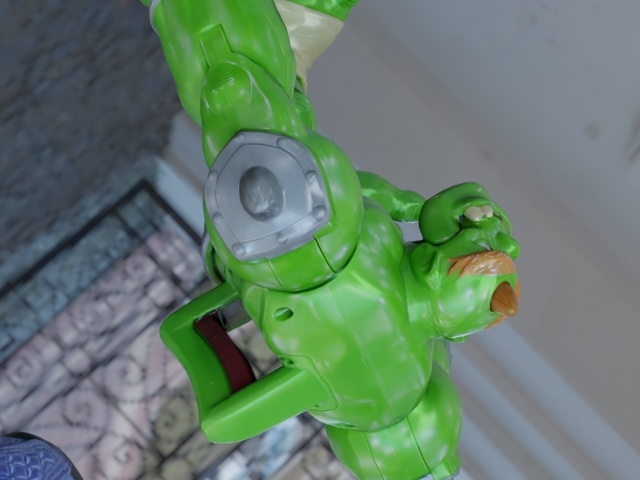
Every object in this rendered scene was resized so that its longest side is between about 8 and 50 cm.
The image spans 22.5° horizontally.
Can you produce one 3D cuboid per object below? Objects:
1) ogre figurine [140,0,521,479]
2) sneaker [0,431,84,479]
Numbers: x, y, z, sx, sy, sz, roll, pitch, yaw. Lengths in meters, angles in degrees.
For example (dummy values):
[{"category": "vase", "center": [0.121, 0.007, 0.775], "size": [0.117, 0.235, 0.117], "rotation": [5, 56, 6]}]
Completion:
[{"category": "ogre figurine", "center": [0.000, 0.000, 0.455], "size": [0.097, 0.118, 0.197], "rotation": [-7, 133, -7]}, {"category": "sneaker", "center": [-0.174, 0.198, 0.565], "size": [0.330, 0.130, 0.147], "rotation": [-52, 174, 20]}]
